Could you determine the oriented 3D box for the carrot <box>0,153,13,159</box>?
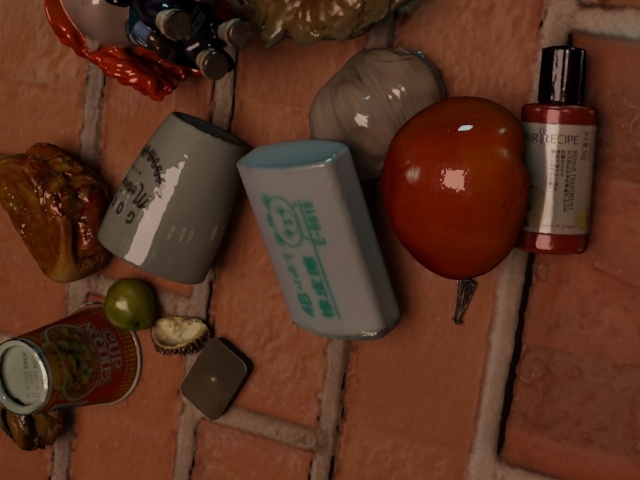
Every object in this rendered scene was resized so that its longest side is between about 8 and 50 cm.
[{"bbox_3d":[-0.618,-0.135,2.068,0.209,0.061,0.061,-4,94,24],"label":"carrot"}]

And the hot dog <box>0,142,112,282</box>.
[{"bbox_3d":[-0.448,-0.064,1.933,0.153,0.150,0.257,-43,75,34],"label":"hot dog"}]

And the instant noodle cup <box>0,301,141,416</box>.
[{"bbox_3d":[-0.444,0.212,1.921,0.193,0.212,0.193,3,97,28],"label":"instant noodle cup"}]

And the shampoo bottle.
[{"bbox_3d":[0.322,-0.125,1.536,0.104,0.104,0.278,7,99,27],"label":"shampoo bottle"}]

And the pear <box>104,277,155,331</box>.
[{"bbox_3d":[-0.323,0.111,1.918,0.097,0.092,0.092,34,110,22],"label":"pear"}]

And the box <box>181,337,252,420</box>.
[{"bbox_3d":[-0.171,0.229,1.881,0.091,0.031,0.126,38,111,19],"label":"box"}]

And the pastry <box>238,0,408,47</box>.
[{"bbox_3d":[0.016,-0.427,1.600,0.329,0.136,0.330,6,102,28],"label":"pastry"}]

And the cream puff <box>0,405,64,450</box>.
[{"bbox_3d":[-0.518,0.312,2.033,0.119,0.104,0.133,21,120,50],"label":"cream puff"}]

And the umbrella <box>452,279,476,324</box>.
[{"bbox_3d":[0.210,0.085,1.669,0.031,0.020,0.083,18,109,26],"label":"umbrella"}]

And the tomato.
[{"bbox_3d":[0.180,-0.078,1.530,0.180,0.260,0.260,0,98,-12],"label":"tomato"}]

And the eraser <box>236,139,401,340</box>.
[{"bbox_3d":[0.000,0.000,1.662,0.189,0.104,0.290,7,124,45],"label":"eraser"}]

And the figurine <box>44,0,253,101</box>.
[{"bbox_3d":[-0.264,-0.352,1.690,0.306,0.412,0.241,24,90,-17],"label":"figurine"}]

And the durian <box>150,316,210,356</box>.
[{"bbox_3d":[-0.243,0.163,1.900,0.130,0.052,0.066,1,96,31],"label":"durian"}]

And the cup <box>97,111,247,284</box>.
[{"bbox_3d":[-0.243,-0.089,1.820,0.258,0.186,0.234,36,104,49],"label":"cup"}]

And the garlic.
[{"bbox_3d":[0.062,-0.182,1.651,0.178,0.143,0.229,51,124,12],"label":"garlic"}]
